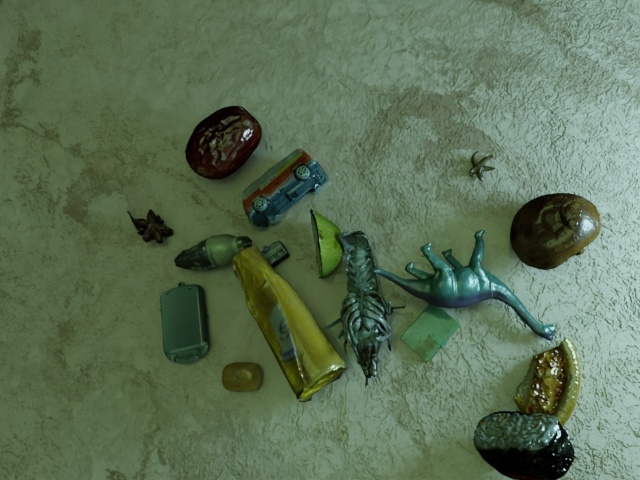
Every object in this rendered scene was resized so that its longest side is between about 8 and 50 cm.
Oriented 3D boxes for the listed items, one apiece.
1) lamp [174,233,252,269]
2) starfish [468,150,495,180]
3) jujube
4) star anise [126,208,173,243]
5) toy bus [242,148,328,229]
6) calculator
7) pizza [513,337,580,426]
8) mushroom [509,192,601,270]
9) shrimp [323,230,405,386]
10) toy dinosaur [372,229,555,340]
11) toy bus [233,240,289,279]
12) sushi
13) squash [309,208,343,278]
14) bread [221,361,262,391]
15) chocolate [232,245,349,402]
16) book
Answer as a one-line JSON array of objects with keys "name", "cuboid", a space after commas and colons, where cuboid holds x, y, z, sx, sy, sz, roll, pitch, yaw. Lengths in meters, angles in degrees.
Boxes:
[{"name": "lamp", "cuboid": [-0.320, 0.037, 1.816, 0.250, 0.101, 0.101, -15, 70, 18]}, {"name": "starfish", "cuboid": [0.453, -0.212, 1.728, 0.091, 0.028, 0.078, -44, 73, -5]}, {"name": "jujube", "cuboid": [-0.300, -0.298, 1.872, 0.243, 0.183, 0.183, -42, 67, 12]}, {"name": "star anise", "cuboid": [-0.548, -0.049, 1.924, 0.097, 0.070, 0.191, -35, 63, -28]}, {"name": "toy bus", "cuboid": [-0.117, -0.153, 1.817, 0.265, 0.121, 0.120, -38, 59, 1]}, {"name": "calculator", "cuboid": [-0.400, 0.238, 1.800, 0.141, 0.045, 0.246, -14, 70, 10]}, {"name": "pizza", "cuboid": [0.561, 0.365, 1.501, 0.134, 0.056, 0.271, 29, 81, 13]}, {"name": "mushroom", "cuboid": [0.596, -0.037, 1.574, 0.231, 0.138, 0.194, -44, 67, -2]}, {"name": "shrimp", "cuboid": [0.116, 0.175, 1.633, 0.221, 0.166, 0.410, -9, 59, 14]}, {"name": "toy dinosaur", "cuboid": [0.368, 0.159, 1.558, 0.383, 0.129, 0.331, -18, 67, -15]}, {"name": "toy bus", "cuboid": [-0.172, 0.066, 1.795, 0.166, 0.047, 0.065, -36, 71, 1]}, {"name": "sushi", "cuboid": [0.461, 0.469, 1.409, 0.136, 0.225, 0.126, -38, 95, -34]}, {"name": "squash", "cuboid": [0.024, -0.003, 1.704, 0.085, 0.184, 0.192, -9, 72, -5]}, {"name": "bread", "cuboid": [-0.221, 0.379, 1.703, 0.115, 0.056, 0.082, 1, 72, 15]}, {"name": "chocolate", "cuboid": [-0.112, 0.213, 1.665, 0.162, 0.162, 0.445, -36, 70, 2]}, {"name": "book", "cuboid": [0.293, 0.244, 1.631, 0.103, 0.017, 0.135, 41, 87, 23]}]
